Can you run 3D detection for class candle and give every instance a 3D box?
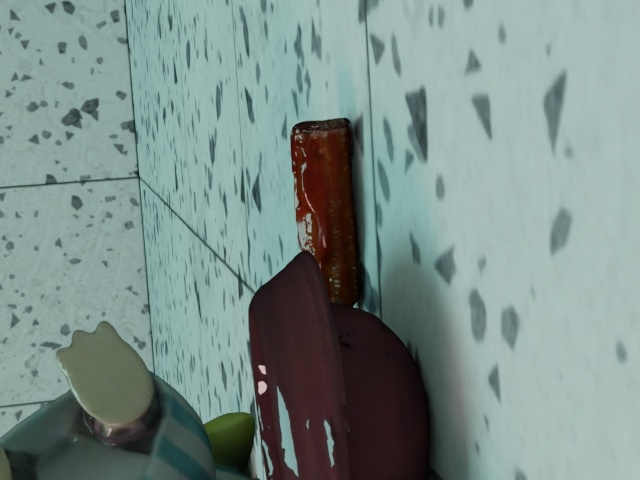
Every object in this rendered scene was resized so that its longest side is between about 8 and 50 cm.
[{"bbox_3d":[0.000,0.000,0.757,0.053,0.048,0.162,-43,-48,-68],"label":"candle"}]

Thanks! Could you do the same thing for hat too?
[{"bbox_3d":[0.013,0.104,0.651,0.205,0.089,0.205,173,90,-82],"label":"hat"}]

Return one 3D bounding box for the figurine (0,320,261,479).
[{"bbox_3d":[-0.064,0.298,0.771,0.377,0.266,0.361,45,163,31],"label":"figurine"}]
